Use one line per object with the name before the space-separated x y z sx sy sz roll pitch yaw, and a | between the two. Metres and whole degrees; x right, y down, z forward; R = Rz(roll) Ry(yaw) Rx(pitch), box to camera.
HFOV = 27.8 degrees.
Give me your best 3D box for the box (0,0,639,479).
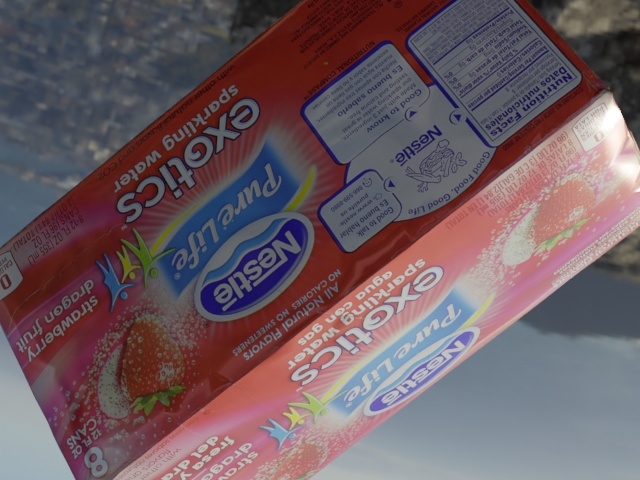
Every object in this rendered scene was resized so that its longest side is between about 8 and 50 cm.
box | 0.000 0.000 0.558 0.128 0.257 0.122 55 -173 32
